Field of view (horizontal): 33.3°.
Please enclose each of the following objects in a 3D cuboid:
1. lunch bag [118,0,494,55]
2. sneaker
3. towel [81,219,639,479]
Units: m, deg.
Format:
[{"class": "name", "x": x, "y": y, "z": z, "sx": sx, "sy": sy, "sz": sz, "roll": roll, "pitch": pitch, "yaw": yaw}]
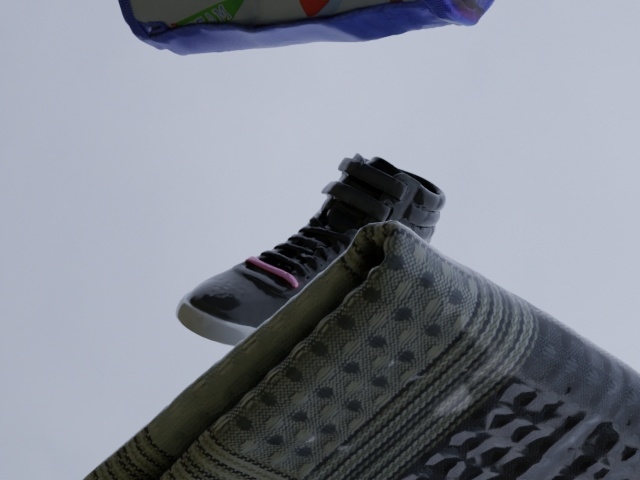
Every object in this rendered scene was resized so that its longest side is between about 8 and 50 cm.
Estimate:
[{"class": "lunch bag", "x": 0.000, "y": -0.335, "z": 0.807, "sx": 0.328, "sy": 0.239, "sz": 0.385, "roll": 3, "pitch": -95, "yaw": 40}, {"class": "sneaker", "x": 0.000, "y": 0.000, "z": 0.900, "sx": 0.105, "sy": 0.296, "sz": 0.146, "roll": 29, "pitch": -67, "yaw": 32}, {"class": "towel", "x": 0.031, "y": 0.158, "z": 0.576, "sx": 0.324, "sy": 0.312, "sz": 0.056, "roll": -45, "pitch": -143, "yaw": 20}]
